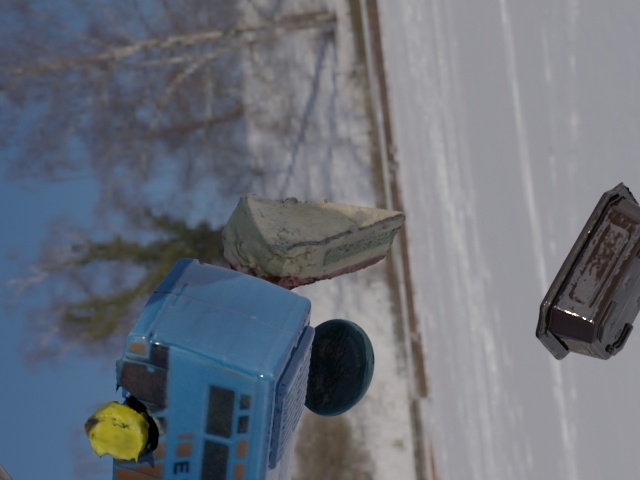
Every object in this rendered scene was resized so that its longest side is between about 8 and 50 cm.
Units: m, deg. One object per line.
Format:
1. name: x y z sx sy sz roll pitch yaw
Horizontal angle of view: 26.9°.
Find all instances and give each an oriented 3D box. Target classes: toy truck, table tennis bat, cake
1. toy truck: -0.111 0.214 1.211 0.161 0.162 0.385 -62 -17 -57
2. table tennis bat: -0.009 0.181 1.718 0.033 0.201 0.124 20 -136 -48
3. cake: 0.001 0.013 1.578 0.116 0.220 0.086 -102 30 -45

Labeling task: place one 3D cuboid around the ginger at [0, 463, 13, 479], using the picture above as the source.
1. ginger: -0.399 0.294 1.333 0.418 0.176 0.254 44 131 30

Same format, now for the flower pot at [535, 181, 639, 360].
1. flower pot: 0.406 0.058 1.855 0.251 0.084 0.179 -59 -34 -7
